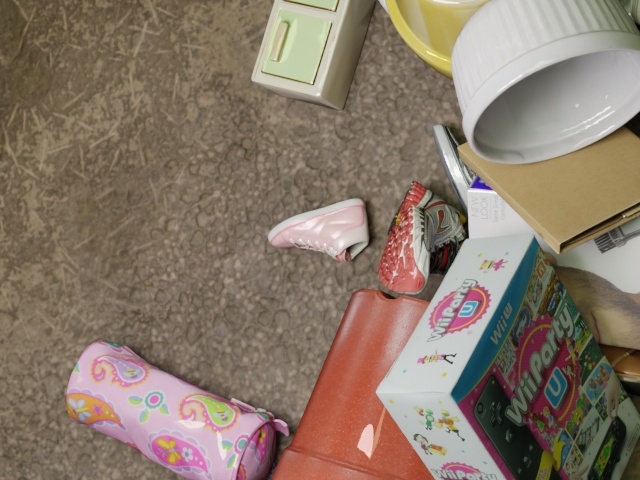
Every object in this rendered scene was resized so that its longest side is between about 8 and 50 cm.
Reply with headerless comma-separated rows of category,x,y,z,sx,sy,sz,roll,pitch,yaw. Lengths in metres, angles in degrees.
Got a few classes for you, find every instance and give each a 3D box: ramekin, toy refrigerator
ramekin,0.231,-0.178,1.373,0.207,0.207,0.109,-26,64,16
toy refrigerator,0.007,-0.313,1.716,0.102,0.094,0.269,17,89,22

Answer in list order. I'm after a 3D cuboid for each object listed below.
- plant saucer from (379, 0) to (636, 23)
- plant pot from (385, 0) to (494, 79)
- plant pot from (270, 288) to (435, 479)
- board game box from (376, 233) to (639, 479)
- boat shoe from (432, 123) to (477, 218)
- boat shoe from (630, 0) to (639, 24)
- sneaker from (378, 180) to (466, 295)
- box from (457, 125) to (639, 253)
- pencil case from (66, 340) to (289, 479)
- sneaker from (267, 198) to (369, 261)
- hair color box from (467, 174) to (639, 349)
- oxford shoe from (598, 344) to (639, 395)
plant saucer,0.246,-0.393,1.621,0.400,0.100,0.400,-1,85,18
plant pot,0.177,-0.309,1.461,0.254,0.239,0.254,-2,85,17
plant pot,0.094,0.209,1.532,0.272,0.272,0.265,13,79,22
board game box,0.209,0.179,1.415,0.097,0.303,0.224,-5,41,43
boat shoe,0.179,-0.082,1.645,0.040,0.049,0.142,-22,76,-2
boat shoe,0.359,-0.316,1.479,0.063,0.066,0.184,6,73,28
sneaker,0.128,0.000,1.564,0.092,0.225,0.088,26,117,-1
box,0.267,-0.079,1.446,0.164,0.021,0.201,-27,44,-13
pencil case,-0.185,0.227,1.704,0.284,0.124,0.124,21,90,23
sneaker,0.000,0.000,1.696,0.134,0.051,0.070,-19,71,14
hair color box,0.339,0.018,1.488,0.338,0.110,0.185,8,122,24
oxford shoe,0.342,0.134,1.535,0.212,0.076,0.076,13,74,21
